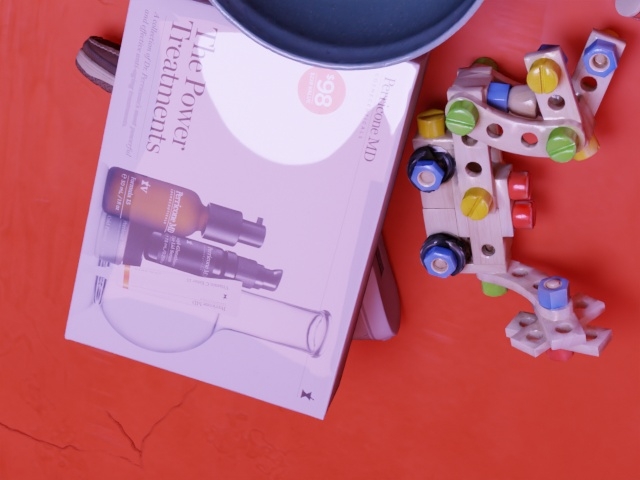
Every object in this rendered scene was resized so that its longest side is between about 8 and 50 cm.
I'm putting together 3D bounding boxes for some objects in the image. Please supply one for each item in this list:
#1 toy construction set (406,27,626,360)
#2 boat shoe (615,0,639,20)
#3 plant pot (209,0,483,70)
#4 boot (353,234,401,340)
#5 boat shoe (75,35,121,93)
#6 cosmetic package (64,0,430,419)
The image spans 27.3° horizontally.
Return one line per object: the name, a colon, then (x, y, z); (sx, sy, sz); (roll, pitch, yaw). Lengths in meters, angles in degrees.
toy construction set: (0.198, -0.043, 1.302); (0.215, 0.151, 0.327); (0, 107, 19)
boat shoe: (0.318, -0.259, 1.191); (0.043, 0.049, 0.137); (4, 128, -33)
plant pot: (0.037, -0.323, 1.160); (0.293, 0.196, 0.293); (8, 121, 13)
boot: (0.000, 0.000, 1.416); (0.123, 0.095, 0.258); (-6, 115, 18)
boat shoe: (-0.128, -0.170, 1.381); (0.257, 0.095, 0.095); (25, 104, 3)
cosmetic package: (-0.078, -0.041, 1.306); (0.284, 0.097, 0.377); (16, 109, 5)
